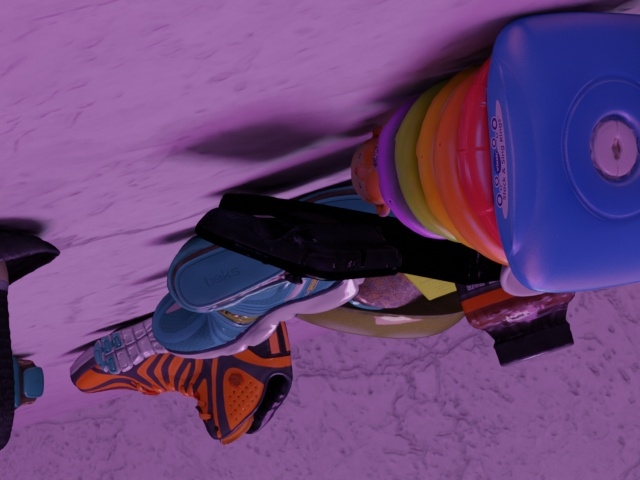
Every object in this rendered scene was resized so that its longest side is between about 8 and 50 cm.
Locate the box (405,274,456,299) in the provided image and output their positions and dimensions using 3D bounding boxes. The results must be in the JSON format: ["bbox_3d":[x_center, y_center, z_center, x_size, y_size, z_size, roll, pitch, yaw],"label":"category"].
[{"bbox_3d":[0.116,-0.009,1.761,0.109,0.042,0.178,-21,145,19],"label":"box"}]

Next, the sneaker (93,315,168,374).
[{"bbox_3d":[-0.201,0.113,2.237,0.167,0.065,0.076,-15,-169,9],"label":"sneaker"}]

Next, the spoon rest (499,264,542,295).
[{"bbox_3d":[0.223,-0.033,1.445,0.137,0.084,0.276,-15,148,-19],"label":"spoon rest"}]

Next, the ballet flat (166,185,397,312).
[{"bbox_3d":[-0.022,-0.003,1.620,0.247,0.083,0.087,-17,-162,-2],"label":"ballet flat"}]

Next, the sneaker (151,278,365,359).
[{"bbox_3d":[-0.080,0.037,1.781,0.110,0.107,0.275,16,147,-42],"label":"sneaker"}]

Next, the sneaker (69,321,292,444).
[{"bbox_3d":[-0.180,0.191,2.343,0.321,0.180,0.125,-20,173,27],"label":"sneaker"}]

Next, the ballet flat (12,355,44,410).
[{"bbox_3d":[-0.390,0.175,2.179,0.067,0.073,0.206,-3,171,3],"label":"ballet flat"}]

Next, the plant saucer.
[{"bbox_3d":[0.049,0.066,1.982,0.241,0.037,0.241,8,-169,-2],"label":"plant saucer"}]

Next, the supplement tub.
[{"bbox_3d":[0.166,0.011,1.612,0.106,0.197,0.106,-17,175,-1],"label":"supplement tub"}]

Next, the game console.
[{"bbox_3d":[0.000,0.000,1.347,0.213,0.044,0.361,11,-177,18],"label":"game console"}]

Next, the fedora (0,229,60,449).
[{"bbox_3d":[-0.331,0.107,1.324,0.334,0.152,0.334,-17,173,-2],"label":"fedora"}]

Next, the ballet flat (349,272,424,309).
[{"bbox_3d":[0.117,-0.002,1.939,0.106,0.107,0.316,-43,168,26],"label":"ballet flat"}]

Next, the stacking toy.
[{"bbox_3d":[0.105,-0.056,1.235,0.166,0.175,0.302,-5,-177,-32],"label":"stacking toy"}]
